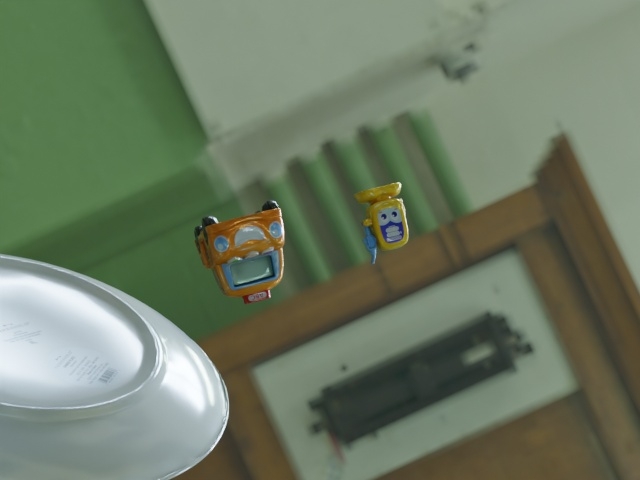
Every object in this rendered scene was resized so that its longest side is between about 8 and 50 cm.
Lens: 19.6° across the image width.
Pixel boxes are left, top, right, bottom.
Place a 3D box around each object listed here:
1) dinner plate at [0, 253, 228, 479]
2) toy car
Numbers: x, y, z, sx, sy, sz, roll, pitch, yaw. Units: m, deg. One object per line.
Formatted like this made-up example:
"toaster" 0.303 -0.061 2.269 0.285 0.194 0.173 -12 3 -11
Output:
"dinner plate" -0.096 0.033 0.567 0.141 0.141 0.017 -116 -142 -58
"toy car" 0.000 0.000 0.814 0.060 0.122 0.040 -22 -99 61
